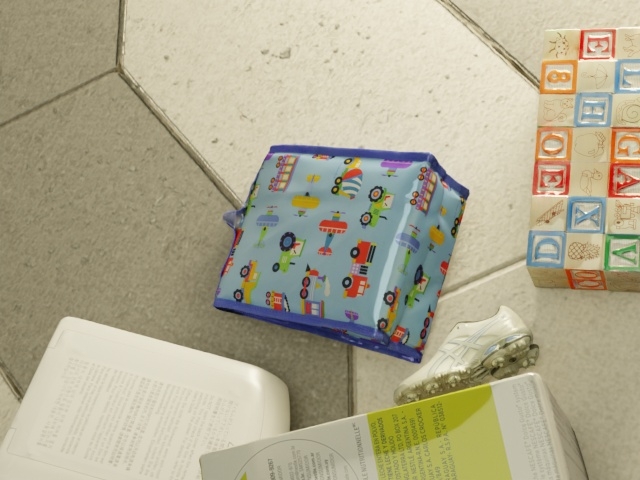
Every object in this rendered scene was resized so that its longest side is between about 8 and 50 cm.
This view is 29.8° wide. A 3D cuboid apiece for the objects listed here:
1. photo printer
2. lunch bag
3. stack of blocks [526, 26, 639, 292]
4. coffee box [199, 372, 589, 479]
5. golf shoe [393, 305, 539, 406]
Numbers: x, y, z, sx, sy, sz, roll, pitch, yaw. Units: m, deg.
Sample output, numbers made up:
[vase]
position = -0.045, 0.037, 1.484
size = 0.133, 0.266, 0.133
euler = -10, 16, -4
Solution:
[photo printer]
position = -0.194, 0.236, 1.374
size = 0.307, 0.107, 0.256
euler = 14, 54, 5
[lunch bag]
position = 0.000, 0.000, 1.452
size = 0.293, 0.138, 0.221
euler = 11, 78, 31
[stack of blocks]
position = 0.337, -0.094, 1.386
size = 0.171, 0.087, 0.297
euler = 2, 72, 18
[coffee box]
position = 0.109, 0.355, 1.163
size = 0.334, 0.337, 0.338
euler = -16, 68, 12
[golf shoe]
position = 0.160, 0.138, 1.387
size = 0.176, 0.069, 0.086
euler = -25, 46, 5
